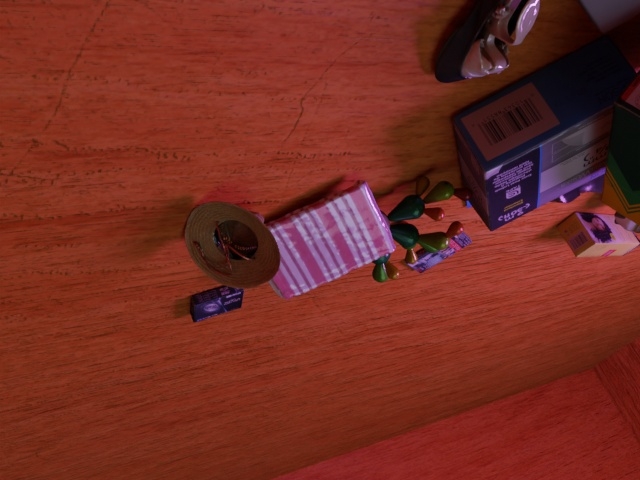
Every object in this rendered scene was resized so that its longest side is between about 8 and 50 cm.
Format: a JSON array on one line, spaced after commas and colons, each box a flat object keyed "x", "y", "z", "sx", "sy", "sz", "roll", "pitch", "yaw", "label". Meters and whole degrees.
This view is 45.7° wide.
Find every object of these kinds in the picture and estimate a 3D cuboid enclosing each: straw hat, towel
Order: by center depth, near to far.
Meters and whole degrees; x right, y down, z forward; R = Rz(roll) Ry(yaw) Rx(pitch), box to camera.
[{"x": -0.106, "y": -0.008, "z": 0.999, "sx": 0.144, "sy": 0.144, "sz": 0.061, "roll": -50, "pitch": -175, "yaw": 42, "label": "straw hat"}, {"x": 0.000, "y": 0.000, "z": 1.106, "sx": 0.196, "sy": 0.029, "sz": 0.144, "roll": -24, "pitch": 132, "yaw": 4, "label": "towel"}]

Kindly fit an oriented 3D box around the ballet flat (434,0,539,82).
[{"x": 0.192, "y": -0.231, "z": 0.843, "sx": 0.074, "sy": 0.074, "sz": 0.203, "roll": -11, "pitch": 152, "yaw": -30, "label": "ballet flat"}]

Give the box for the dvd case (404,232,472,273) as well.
[{"x": 0.226, "y": 0.020, "z": 1.447, "sx": 0.119, "sy": 0.013, "sz": 0.087, "roll": -34, "pitch": 155, "yaw": 15, "label": "dvd case"}]

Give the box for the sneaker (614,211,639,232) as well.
[{"x": 0.746, "y": -0.117, "z": 1.438, "sx": 0.158, "sy": 0.182, "sz": 0.410, "roll": -28, "pitch": 155, "yaw": -31, "label": "sneaker"}]

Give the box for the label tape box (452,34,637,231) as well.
[{"x": 0.339, "y": -0.126, "z": 1.152, "sx": 0.240, "sy": 0.106, "sz": 0.334, "roll": -28, "pitch": 155, "yaw": 4, "label": "label tape box"}]

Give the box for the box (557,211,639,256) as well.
[{"x": 0.621, "y": -0.011, "z": 1.683, "sx": 0.232, "sy": 0.087, "sz": 0.058, "roll": 0, "pitch": 146, "yaw": -46, "label": "box"}]

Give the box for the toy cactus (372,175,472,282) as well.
[{"x": 0.116, "y": -0.025, "z": 1.177, "sx": 0.180, "sy": 0.112, "sz": 0.219, "roll": 14, "pitch": 140, "yaw": -28, "label": "toy cactus"}]

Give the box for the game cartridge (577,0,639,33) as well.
[{"x": 0.404, "y": -0.358, "z": 0.819, "sx": 0.294, "sy": 0.060, "sz": 0.196, "roll": -37, "pitch": 150, "yaw": 23, "label": "game cartridge"}]

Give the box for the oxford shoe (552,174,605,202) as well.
[{"x": 0.451, "y": -0.115, "z": 1.352, "sx": 0.212, "sy": 0.076, "sz": 0.076, "roll": -16, "pitch": -169, "yaw": -37, "label": "oxford shoe"}]

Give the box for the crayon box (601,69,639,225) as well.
[{"x": 0.524, "y": -0.220, "z": 0.998, "sx": 0.363, "sy": 0.106, "sz": 0.313, "roll": -50, "pitch": 156, "yaw": -4, "label": "crayon box"}]

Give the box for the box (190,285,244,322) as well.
[{"x": -0.165, "y": 0.098, "z": 1.212, "sx": 0.083, "sy": 0.018, "sz": 0.067, "roll": -16, "pitch": 154, "yaw": -20, "label": "box"}]
